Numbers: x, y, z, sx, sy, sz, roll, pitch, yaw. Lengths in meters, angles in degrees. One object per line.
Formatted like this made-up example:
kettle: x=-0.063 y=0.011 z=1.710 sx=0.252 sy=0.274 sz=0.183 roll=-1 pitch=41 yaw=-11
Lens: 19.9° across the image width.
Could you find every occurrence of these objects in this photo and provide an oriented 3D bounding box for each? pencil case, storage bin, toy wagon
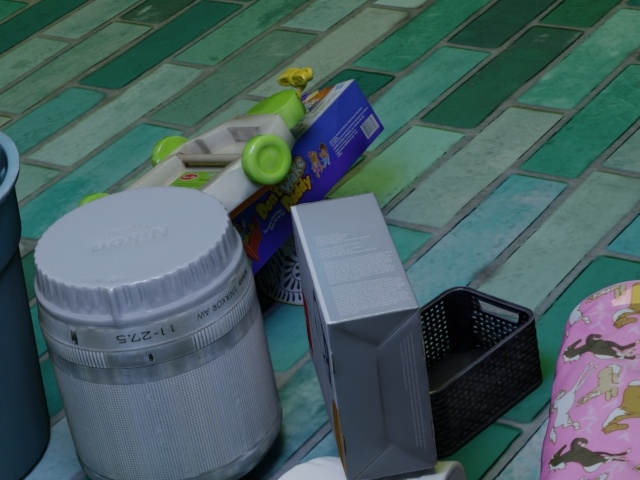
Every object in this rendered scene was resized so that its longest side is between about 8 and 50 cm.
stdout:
pencil case: x=0.288 y=0.191 z=1.688 sx=0.167 sy=0.160 sz=0.386 roll=2 pitch=31 yaw=9
storage bin: x=0.134 y=0.135 z=1.909 sx=0.122 sy=0.084 sz=0.180 roll=20 pitch=42 yaw=42
toy wagon: x=-0.127 y=-0.077 z=2.077 sx=0.344 sy=0.068 sz=0.267 roll=-39 pitch=20 yaw=-22

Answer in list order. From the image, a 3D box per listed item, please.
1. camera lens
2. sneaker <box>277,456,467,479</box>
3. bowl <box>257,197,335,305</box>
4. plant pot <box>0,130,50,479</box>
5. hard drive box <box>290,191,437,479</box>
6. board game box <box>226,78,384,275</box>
camera lens: x=-0.164 y=0.110 z=1.854 sx=0.219 sy=0.274 sz=0.219 roll=-8 pitch=29 yaw=5
sneaker: x=0.012 y=0.292 z=1.668 sx=0.169 sy=0.108 sz=0.292 roll=2 pitch=22 yaw=24
bowl: x=0.000 y=0.000 z=2.191 sx=0.170 sy=0.080 sz=0.170 roll=-8 pitch=29 yaw=5
plant pot: x=-0.443 y=0.093 z=1.916 sx=0.341 sy=0.334 sz=0.341 roll=-9 pitch=30 yaw=5
hard drive box: x=0.040 y=0.089 z=1.749 sx=0.089 sy=0.181 sz=0.232 roll=-10 pitch=28 yaw=-4
board game box: x=-0.106 y=-0.049 z=2.200 sx=0.233 sy=0.078 sz=0.347 roll=-14 pitch=26 yaw=43
